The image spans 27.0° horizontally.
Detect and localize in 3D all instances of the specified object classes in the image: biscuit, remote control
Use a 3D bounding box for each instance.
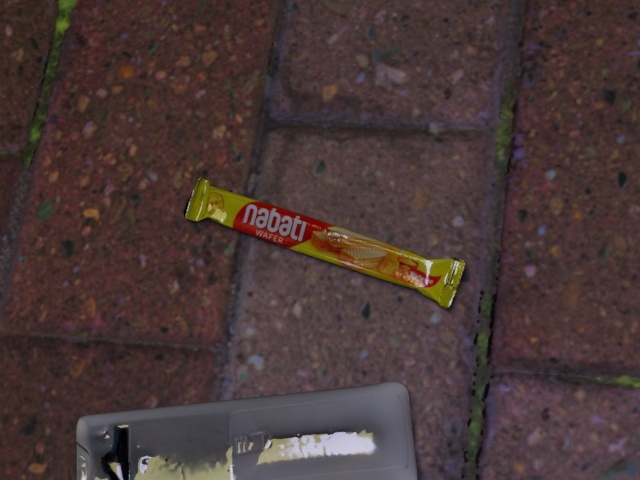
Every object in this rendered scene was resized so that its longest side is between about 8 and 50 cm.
[{"bbox_3d":[0.000,0.000,1.299,0.292,0.026,0.048,18,93,19],"label":"biscuit"},{"bbox_3d":[-0.072,0.191,1.209,0.313,0.055,0.109,-7,66,3],"label":"remote control"}]
